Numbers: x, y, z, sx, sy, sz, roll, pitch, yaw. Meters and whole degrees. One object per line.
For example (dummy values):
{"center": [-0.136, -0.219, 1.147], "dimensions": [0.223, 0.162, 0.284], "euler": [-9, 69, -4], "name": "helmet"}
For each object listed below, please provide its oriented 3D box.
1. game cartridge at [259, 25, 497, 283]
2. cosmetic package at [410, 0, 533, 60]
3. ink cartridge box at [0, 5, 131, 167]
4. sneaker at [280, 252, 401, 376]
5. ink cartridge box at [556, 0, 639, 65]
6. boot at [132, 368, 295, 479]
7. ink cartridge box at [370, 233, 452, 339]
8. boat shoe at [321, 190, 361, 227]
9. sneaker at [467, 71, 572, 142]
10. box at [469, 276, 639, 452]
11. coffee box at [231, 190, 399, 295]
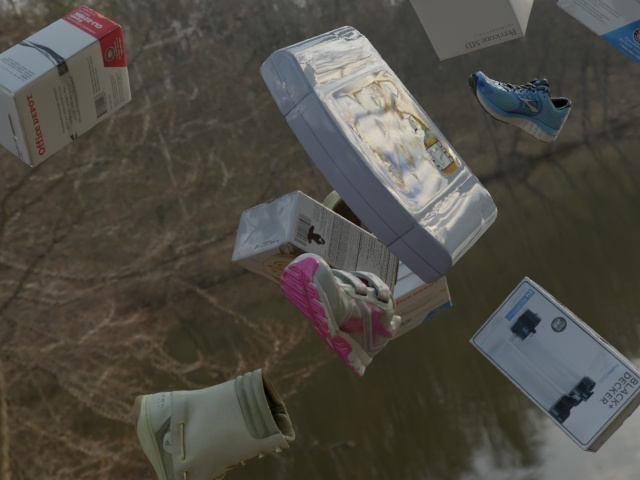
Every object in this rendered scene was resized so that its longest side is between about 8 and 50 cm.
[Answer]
{"center": [0.070, -0.102, 1.021], "dimensions": [0.062, 0.297, 0.198], "euler": [-38, 0, 30], "name": "game cartridge"}
{"center": [0.259, -0.560, 1.802], "dimensions": [0.197, 0.365, 0.155], "euler": [-13, 37, 32], "name": "cosmetic package"}
{"center": [-0.518, -0.304, 1.814], "dimensions": [0.273, 0.114, 0.197], "euler": [-44, -25, -33], "name": "ink cartridge box"}
{"center": [0.033, 0.078, 1.219], "dimensions": [0.111, 0.103, 0.252], "euler": [-43, -34, -8], "name": "sneaker"}
{"center": [0.579, -0.467, 1.554], "dimensions": [0.270, 0.198, 0.197], "euler": [-56, -11, 33], "name": "ink cartridge box"}
{"center": [-0.107, 0.253, 1.063], "dimensions": [0.165, 0.213, 0.077], "euler": [-15, 23, 4], "name": "boot"}
{"center": [0.178, 0.087, 2.088], "dimensions": [0.171, 0.168, 0.232], "euler": [-29, -25, -1], "name": "ink cartridge box"}
{"center": [0.000, 0.000, 1.812], "dimensions": [0.109, 0.098, 0.302], "euler": [-24, -31, -29], "name": "boat shoe"}
{"center": [0.267, -0.194, 1.225], "dimensions": [0.162, 0.063, 0.073], "euler": [18, -57, -28], "name": "sneaker"}
{"center": [0.434, 0.221, 1.662], "dimensions": [0.169, 0.290, 0.087], "euler": [-49, -30, 8], "name": "box"}
{"center": [-0.004, 0.027, 1.527], "dimensions": [0.141, 0.098, 0.247], "euler": [-17, -36, 43], "name": "coffee box"}
